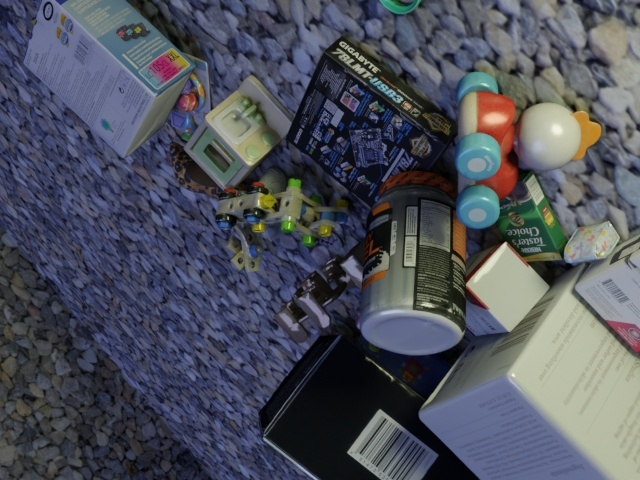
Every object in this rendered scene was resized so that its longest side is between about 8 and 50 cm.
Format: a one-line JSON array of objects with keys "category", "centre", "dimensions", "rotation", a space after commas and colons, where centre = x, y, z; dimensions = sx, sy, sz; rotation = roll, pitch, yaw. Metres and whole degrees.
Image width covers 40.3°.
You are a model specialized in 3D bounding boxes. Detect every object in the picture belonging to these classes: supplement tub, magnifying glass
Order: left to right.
[{"category": "magnifying glass", "centre": [0.153, -0.468, 1.447], "dimensions": [0.092, 0.026, 0.231], "rotation": [40, 145, 7]}, {"category": "supplement tub", "centre": [0.177, 0.039, 1.640], "dimensions": [0.194, 0.315, 0.193], "rotation": [5, 147, 3]}]

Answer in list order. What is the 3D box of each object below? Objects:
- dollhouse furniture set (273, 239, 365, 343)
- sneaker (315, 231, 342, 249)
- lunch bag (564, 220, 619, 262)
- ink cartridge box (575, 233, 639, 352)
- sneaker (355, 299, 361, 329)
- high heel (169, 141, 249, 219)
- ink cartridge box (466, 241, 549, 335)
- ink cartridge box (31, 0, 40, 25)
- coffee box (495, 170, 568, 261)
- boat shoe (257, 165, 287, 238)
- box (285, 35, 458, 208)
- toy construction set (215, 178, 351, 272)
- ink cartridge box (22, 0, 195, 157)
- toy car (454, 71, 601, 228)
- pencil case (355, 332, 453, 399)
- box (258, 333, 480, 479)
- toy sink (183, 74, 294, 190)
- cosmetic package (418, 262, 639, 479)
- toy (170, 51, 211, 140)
[{"category": "dollhouse furniture set", "centre": [0.053, 0.138, 2.045], "dimensions": [0.242, 0.212, 0.161], "rotation": [-37, 97, 29]}, {"category": "sneaker", "centre": [0.000, 0.000, 2.071], "dimensions": [0.098, 0.069, 0.038], "rotation": [43, 147, 2]}, {"category": "lunch bag", "centre": [0.483, 0.011, 1.561], "dimensions": [0.071, 0.083, 0.053], "rotation": [-17, 113, 52]}, {"category": "ink cartridge box", "centre": [0.589, 0.075, 1.502], "dimensions": [0.172, 0.100, 0.237], "rotation": [46, 147, -2]}, {"category": "sneaker", "centre": [0.167, 0.108, 1.904], "dimensions": [0.105, 0.236, 0.095], "rotation": [34, -179, -14]}, {"category": "high heel", "centre": [-0.264, -0.167, 2.152], "dimensions": [0.261, 0.093, 0.186], "rotation": [53, 143, -2]}, {"category": "ink cartridge box", "centre": [0.336, 0.100, 1.731], "dimensions": [0.128, 0.127, 0.176], "rotation": [45, 165, -3]}, {"category": "ink cartridge box", "centre": [-0.584, -0.517, 2.136], "dimensions": [0.304, 0.072, 0.307], "rotation": [-2, 127, 47]}, {"category": "coffee box", "centre": [0.384, -0.042, 1.646], "dimensions": [0.113, 0.040, 0.184], "rotation": [-4, 124, 49]}, {"category": "boat shoe", "centre": [-0.129, -0.077, 2.113], "dimensions": [0.079, 0.081, 0.227], "rotation": [29, 143, 22]}, {"category": "box", "centre": [0.093, -0.212, 1.742], "dimensions": [0.293, 0.073, 0.295], "rotation": [38, 147, 5]}, {"category": "toy construction set", "centre": [-0.113, -0.044, 1.998], "dimensions": [0.215, 0.151, 0.328], "rotation": [21, 146, -41]}, {"category": "ink cartridge box", "centre": [-0.508, -0.421, 1.979], "dimensions": [0.395, 0.151, 0.270], "rotation": [42, 141, -2]}, {"category": "toy car", "centre": [0.348, -0.155, 1.471], "dimensions": [0.238, 0.219, 0.210], "rotation": [0, 133, 10]}, {"category": "pencil case", "centre": [0.233, 0.301, 2.109], "dimensions": [0.306, 0.133, 0.119], "rotation": [35, 103, 13]}, {"category": "box", "centre": [0.120, 0.476, 2.076], "dimensions": [0.480, 0.297, 0.472], "rotation": [38, 170, 0]}, {"category": "toy sink", "centre": [-0.187, -0.233, 1.963], "dimensions": [0.153, 0.131, 0.234], "rotation": [47, 146, -4]}, {"category": "cosmetic package", "centre": [0.479, 0.329, 1.686], "dimensions": [0.393, 0.329, 0.327], "rotation": [45, 146, 0]}, {"category": "toy", "centre": [-0.325, -0.333, 2.068], "dimensions": [0.137, 0.056, 0.237], "rotation": [26, 142, 23]}]
